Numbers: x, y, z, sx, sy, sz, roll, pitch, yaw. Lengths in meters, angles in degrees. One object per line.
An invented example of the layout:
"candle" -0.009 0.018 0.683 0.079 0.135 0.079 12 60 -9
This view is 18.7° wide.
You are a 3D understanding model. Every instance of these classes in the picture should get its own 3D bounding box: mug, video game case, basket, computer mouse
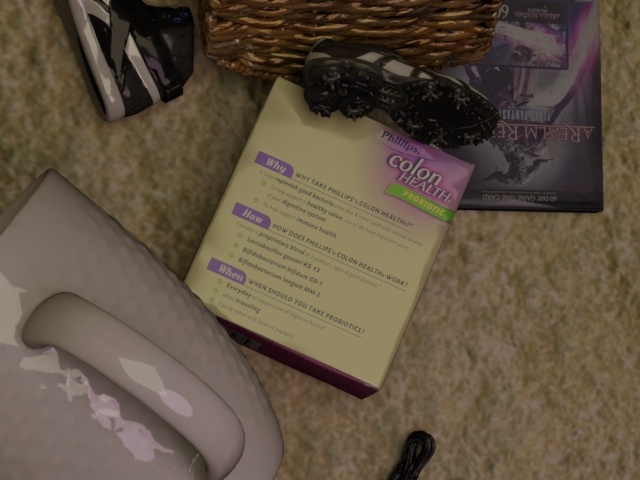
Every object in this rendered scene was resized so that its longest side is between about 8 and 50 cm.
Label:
"mug" -0.190 0.136 1.697 0.328 0.374 0.276 41 70 -10
"video game case" 0.199 -0.167 2.029 0.196 0.026 0.274 1 83 -14
"basket" 0.024 -0.296 1.923 0.299 0.213 0.223 -2 53 -8
"computer mouse" 0.154 0.279 1.959 0.193 0.042 0.106 29 77 -10

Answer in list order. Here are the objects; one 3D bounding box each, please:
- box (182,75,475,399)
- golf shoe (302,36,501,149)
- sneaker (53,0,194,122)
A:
"box" 0.000 0.000 1.899 0.214 0.117 0.243 24 79 -3
"golf shoe" 0.079 -0.151 1.861 0.198 0.077 0.094 16 36 -16
"sneaker" -0.194 -0.235 1.914 0.121 0.079 0.217 -21 98 -19
